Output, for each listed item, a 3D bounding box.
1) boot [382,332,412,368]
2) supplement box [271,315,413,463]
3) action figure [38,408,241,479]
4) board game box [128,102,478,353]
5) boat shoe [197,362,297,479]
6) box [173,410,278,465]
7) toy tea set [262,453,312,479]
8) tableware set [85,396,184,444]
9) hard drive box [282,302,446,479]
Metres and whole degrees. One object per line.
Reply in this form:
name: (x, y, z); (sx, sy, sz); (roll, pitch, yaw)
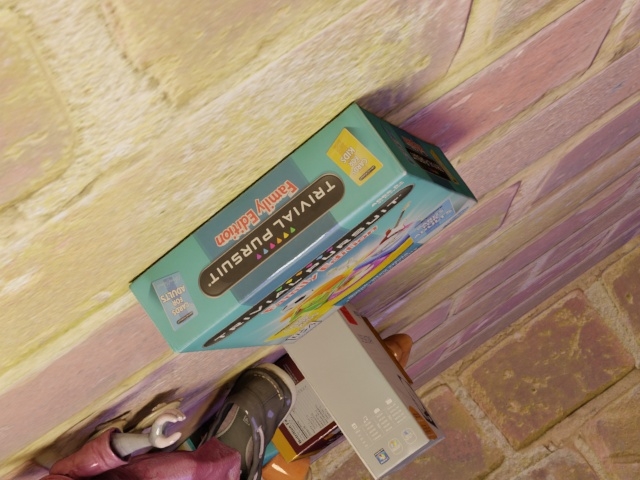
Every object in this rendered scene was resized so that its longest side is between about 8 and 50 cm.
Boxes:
boot: (0.083, 0.222, 2.324); (0.220, 0.109, 0.283); (-26, 167, -32)
supplement box: (0.011, 0.220, 2.074); (0.194, 0.129, 0.191); (-37, 168, 8)
action figure: (-0.249, 0.302, 1.619); (0.370, 0.275, 0.248); (20, 80, -60)
board game box: (0.000, 0.000, 1.313); (0.253, 0.079, 0.336); (-38, 168, 12)
boat shoe: (-0.131, 0.307, 1.971); (0.095, 0.112, 0.335); (-34, 155, -47)
box: (-0.169, 0.345, 2.130); (0.244, 0.100, 0.060); (-44, 165, 32)
toy tea set: (-0.113, 0.428, 2.228); (0.336, 0.124, 0.200); (-24, -144, 56)
tableware set: (-0.250, 0.243, 1.707); (0.141, 0.020, 0.168); (-20, 162, -47)
hard drive box: (0.057, 0.196, 1.859); (0.089, 0.232, 0.181); (-37, 169, 6)
